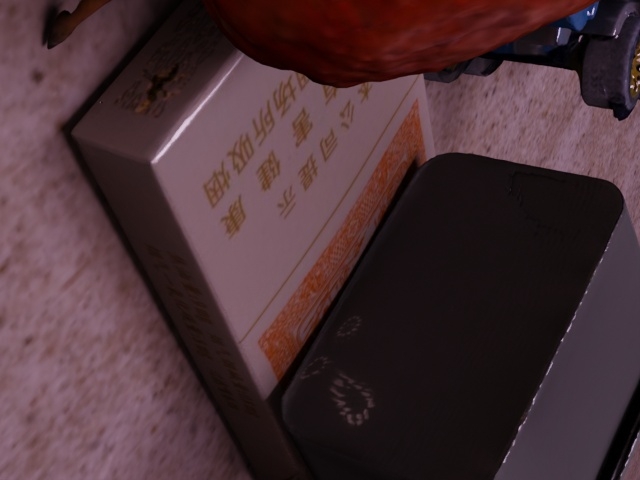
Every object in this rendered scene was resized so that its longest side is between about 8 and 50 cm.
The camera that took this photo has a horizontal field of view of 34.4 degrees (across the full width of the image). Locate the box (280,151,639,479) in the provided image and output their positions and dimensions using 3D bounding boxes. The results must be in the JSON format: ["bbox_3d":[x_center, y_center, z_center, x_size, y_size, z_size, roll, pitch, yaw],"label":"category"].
[{"bbox_3d":[0.090,0.070,0.579,0.243,0.163,0.135,-56,142,-25],"label":"box"}]

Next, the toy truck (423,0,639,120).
[{"bbox_3d":[0.181,-0.187,0.708,0.367,0.146,0.175,-21,121,-57],"label":"toy truck"}]

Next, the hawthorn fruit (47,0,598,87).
[{"bbox_3d":[-0.004,-0.139,0.361,0.243,0.207,0.207,-33,153,7],"label":"hawthorn fruit"}]

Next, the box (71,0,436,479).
[{"bbox_3d":[0.001,0.001,0.584,0.205,0.051,0.365,-57,151,-28],"label":"box"}]
